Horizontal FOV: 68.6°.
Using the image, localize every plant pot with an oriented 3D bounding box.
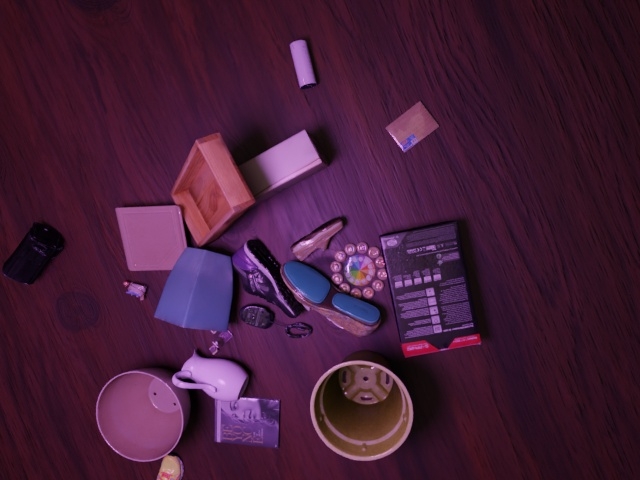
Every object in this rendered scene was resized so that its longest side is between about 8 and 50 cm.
[{"bbox_3d":[-0.376,0.146,1.456,0.166,0.166,0.234,6,81,41],"label":"plant pot"},{"bbox_3d":[-0.536,0.528,1.516,0.285,0.191,0.283,1,94,9],"label":"plant pot"},{"bbox_3d":[0.125,0.446,1.377,0.277,0.254,0.275,1,94,8],"label":"plant pot"}]

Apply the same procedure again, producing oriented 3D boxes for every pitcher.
[{"bbox_3d":[-0.347,0.441,1.487,0.207,0.178,0.125,20,107,7],"label":"pitcher"}]

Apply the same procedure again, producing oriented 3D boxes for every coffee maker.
[{"bbox_3d":[-0.965,0.051,1.557,0.120,0.171,0.178,38,101,-12],"label":"coffee maker"}]

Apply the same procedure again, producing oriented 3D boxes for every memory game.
[{"bbox_3d":[0.122,0.096,1.472,0.187,0.012,0.186,1,94,9],"label":"memory game"}]

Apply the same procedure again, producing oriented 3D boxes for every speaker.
[{"bbox_3d":[-0.052,-0.534,1.429,0.055,0.055,0.136,-14,93,10],"label":"speaker"}]

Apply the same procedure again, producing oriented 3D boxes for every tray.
[{"bbox_3d":[-0.322,-0.125,1.350,0.076,0.411,0.202,-28,90,-29],"label":"tray"}]

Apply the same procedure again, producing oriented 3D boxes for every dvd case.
[{"bbox_3d":[-0.245,0.601,1.565,0.222,0.018,0.164,3,95,9],"label":"dvd case"}]

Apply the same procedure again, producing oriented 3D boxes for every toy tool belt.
[{"bbox_3d":[-0.626,0.169,1.574,0.084,0.052,0.051,13,88,8],"label":"toy tool belt"}]

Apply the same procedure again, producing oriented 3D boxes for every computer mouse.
[{"bbox_3d":[-0.145,0.262,1.519,0.242,0.041,0.071,18,95,0],"label":"computer mouse"}]

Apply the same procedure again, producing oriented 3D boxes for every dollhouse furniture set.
[{"bbox_3d":[-0.364,0.308,1.528,0.091,0.081,0.114,-44,87,9],"label":"dollhouse furniture set"}]

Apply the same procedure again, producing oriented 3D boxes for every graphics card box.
[{"bbox_3d":[0.323,0.141,1.402,0.233,0.094,0.370,-12,93,7],"label":"graphics card box"}]

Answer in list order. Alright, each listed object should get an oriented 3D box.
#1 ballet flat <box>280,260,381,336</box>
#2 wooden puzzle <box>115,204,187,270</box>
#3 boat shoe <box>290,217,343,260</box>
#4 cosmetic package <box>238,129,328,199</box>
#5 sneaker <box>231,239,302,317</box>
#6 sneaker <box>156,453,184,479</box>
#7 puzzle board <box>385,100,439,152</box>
[{"bbox_3d":[0.018,0.192,1.453,0.349,0.123,0.123,29,98,7],"label":"ballet flat"},{"bbox_3d":[-0.543,-0.007,1.537,0.239,0.044,0.220,0,109,12],"label":"wooden puzzle"},{"bbox_3d":[0.000,0.000,1.464,0.190,0.068,0.072,-31,101,19],"label":"boat shoe"},{"bbox_3d":[-0.142,-0.205,1.417,0.310,0.160,0.113,-28,90,11],"label":"cosmetic package"},{"bbox_3d":[-0.174,0.141,1.491,0.124,0.107,0.283,-40,84,24],"label":"sneaker"},{"bbox_3d":[-0.524,0.828,1.586,0.082,0.094,0.208,11,95,9],"label":"sneaker"},{"bbox_3d":[0.276,-0.342,1.416,0.128,0.011,0.096,-37,89,10],"label":"puzzle board"}]
